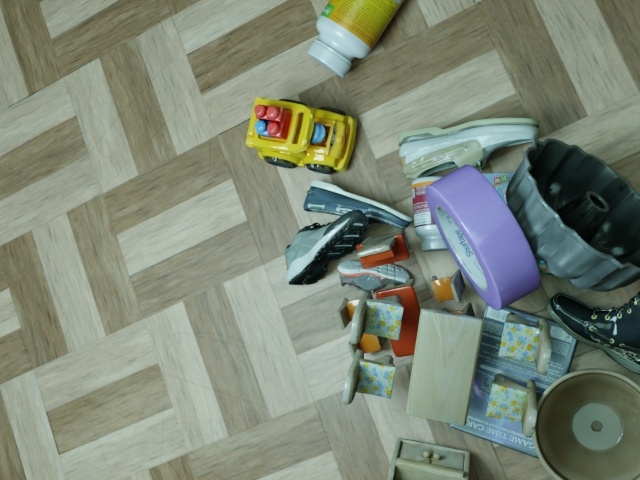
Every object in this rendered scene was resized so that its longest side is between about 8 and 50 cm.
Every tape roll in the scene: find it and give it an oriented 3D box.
[{"bbox_3d":[0.307,-0.005,1.666,0.090,0.275,0.275,-30,75,-3],"label":"tape roll"}]

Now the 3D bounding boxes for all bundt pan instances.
[{"bbox_3d":[0.486,-0.034,1.647,0.331,0.331,0.124,49,129,17],"label":"bundt pan"}]

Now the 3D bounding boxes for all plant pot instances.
[{"bbox_3d":[0.535,0.364,1.686,0.237,0.110,0.237,-2,84,20],"label":"plant pot"}]

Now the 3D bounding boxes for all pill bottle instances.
[{"bbox_3d":[0.077,-0.489,1.916,0.136,0.136,0.246,36,96,19],"label":"pill bottle"},{"bbox_3d":[0.240,-0.055,1.843,0.086,0.086,0.152,-6,83,18],"label":"pill bottle"}]

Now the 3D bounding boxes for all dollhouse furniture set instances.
[{"bbox_3d":[0.156,0.117,1.783,0.262,0.135,0.259,-15,103,19],"label":"dollhouse furniture set"},{"bbox_3d":[0.220,0.333,1.644,0.362,0.256,0.394,9,108,9],"label":"dollhouse furniture set"}]

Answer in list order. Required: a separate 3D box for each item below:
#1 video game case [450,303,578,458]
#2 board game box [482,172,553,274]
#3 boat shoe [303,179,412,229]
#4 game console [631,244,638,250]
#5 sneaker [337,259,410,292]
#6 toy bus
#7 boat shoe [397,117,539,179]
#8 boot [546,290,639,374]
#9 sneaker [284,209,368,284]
[{"bbox_3d":[0.398,0.283,1.786,0.196,0.026,0.274,17,91,20],"label":"video game case"},{"bbox_3d":[0.404,-0.035,1.809,0.160,0.039,0.211,-1,83,19],"label":"board game box"},{"bbox_3d":[0.076,-0.062,1.894,0.254,0.095,0.079,20,89,21],"label":"boat shoe"},{"bbox_3d":[0.737,0.044,1.598,0.361,0.044,0.213,34,101,48],"label":"game console"},{"bbox_3d":[0.116,0.084,1.896,0.158,0.061,0.065,8,118,14],"label":"sneaker"},{"bbox_3d":[-0.053,-0.241,1.897,0.220,0.211,0.149,12,87,18],"label":"toy bus"},{"bbox_3d":[0.311,-0.190,1.826,0.302,0.113,0.103,-6,84,29],"label":"boat shoe"},{"bbox_3d":[0.571,0.134,1.667,0.236,0.085,0.178,34,133,13],"label":"boot"},{"bbox_3d":[0.000,0.000,1.867,0.271,0.100,0.108,-39,59,45],"label":"sneaker"}]
